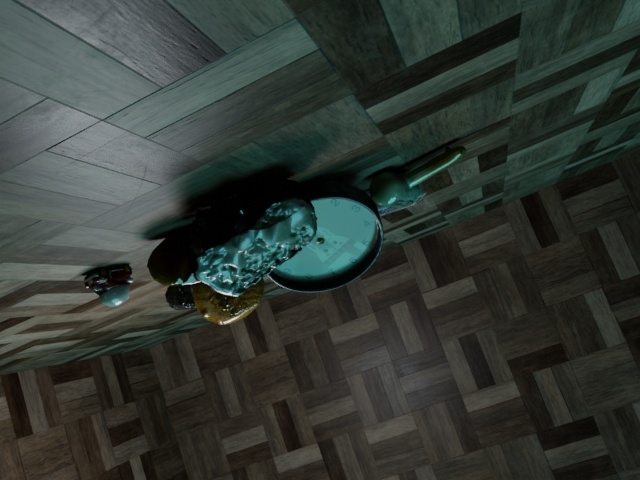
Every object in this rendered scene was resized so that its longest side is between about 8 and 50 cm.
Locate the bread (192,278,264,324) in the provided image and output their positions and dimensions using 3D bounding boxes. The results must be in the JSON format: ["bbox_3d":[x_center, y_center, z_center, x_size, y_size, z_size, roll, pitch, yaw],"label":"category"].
[{"bbox_3d":[-0.330,0.167,2.068,0.268,0.269,0.146,-20,-178,1],"label":"bread"}]

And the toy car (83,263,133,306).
[{"bbox_3d":[-0.621,0.142,1.708,0.112,0.112,0.139,-25,170,27],"label":"toy car"}]

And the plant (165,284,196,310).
[{"bbox_3d":[-0.496,0.196,2.215,0.131,0.143,0.203,4,165,-44],"label":"plant"}]

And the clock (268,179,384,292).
[{"bbox_3d":[0.000,0.000,1.688,0.385,0.077,0.386,-8,132,-9],"label":"clock"}]

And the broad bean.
[{"bbox_3d":[-0.360,0.046,1.592,0.228,0.156,0.122,-25,168,-7],"label":"broad bean"}]

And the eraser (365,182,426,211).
[{"bbox_3d":[0.209,-0.134,1.966,0.278,0.081,0.124,-19,171,-10],"label":"eraser"}]

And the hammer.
[{"bbox_3d":[0.306,-0.202,1.759,0.305,0.113,0.201,-32,169,28],"label":"hammer"}]

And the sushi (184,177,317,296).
[{"bbox_3d":[-0.183,-0.034,1.419,0.348,0.208,0.234,-31,134,-1],"label":"sushi"}]
